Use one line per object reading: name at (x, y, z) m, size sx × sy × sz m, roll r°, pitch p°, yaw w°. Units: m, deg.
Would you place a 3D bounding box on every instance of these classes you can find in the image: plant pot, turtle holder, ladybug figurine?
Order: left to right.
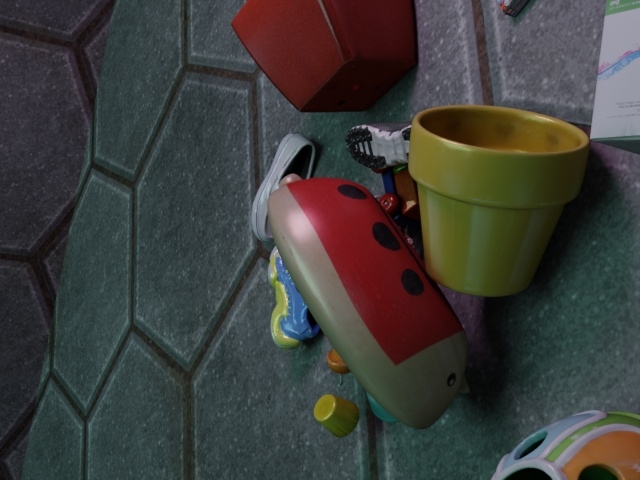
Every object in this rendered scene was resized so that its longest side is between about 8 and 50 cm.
plant pot at (0.030, -0.393, 1.715) m, size 0.267 × 0.268 × 0.235 m, roll -39°, pitch 65°, yaw 46°
ladybug figurine at (0.081, 0.072, 1.373) m, size 0.162 × 0.305 × 0.449 m, roll -35°, pitch 82°, yaw 11°
plant pot at (0.250, -0.056, 1.318) m, size 0.254 × 0.254 × 0.238 m, roll 38°, pitch 129°, yaw 53°
turtle holder at (0.314, 0.336, 1.126) m, size 0.320 × 0.228 × 0.243 m, roll -7°, pitch 78°, yaw 56°

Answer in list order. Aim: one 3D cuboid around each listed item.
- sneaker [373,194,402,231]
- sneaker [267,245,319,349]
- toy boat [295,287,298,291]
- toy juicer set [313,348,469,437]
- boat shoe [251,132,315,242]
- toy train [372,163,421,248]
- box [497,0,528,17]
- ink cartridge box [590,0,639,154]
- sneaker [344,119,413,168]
sneaker at (0.092, 0.056, 1.647) m, size 0.151 × 0.094 × 0.255 m, roll -43°, pitch 39°, yaw 37°
sneaker at (-0.039, 0.108, 1.867) m, size 0.126 × 0.091 × 0.240 m, roll -16°, pitch 68°, yaw 35°
toy boat at (0.000, 0.000, 1.583) m, size 0.151 × 0.151 × 0.231 m, roll 41°, pitch 110°, yaw 58°
toy juicer set at (0.139, 0.221, 1.567) m, size 0.329 × 0.089 × 0.209 m, roll -23°, pitch 45°, yaw 36°
boat shoe at (-0.080, -0.109, 1.948) m, size 0.084 × 0.095 × 0.258 m, roll 39°, pitch 116°, yaw 58°
toy train at (0.184, -0.070, 1.546) m, size 0.143 × 0.105 × 0.247 m, roll -28°, pitch 59°, yaw 36°
box at (0.336, -0.449, 1.453) m, size 0.137 × 0.027 × 0.093 m, roll -49°, pitch 43°, yaw 40°
ink cartridge box at (0.437, -0.217, 1.130) m, size 0.093 × 0.154 × 0.212 m, roll 1°, pitch 84°, yaw 57°
sneaker at (0.142, -0.169, 1.508) m, size 0.234 × 0.106 × 0.078 m, roll 6°, pitch 112°, yaw 53°
